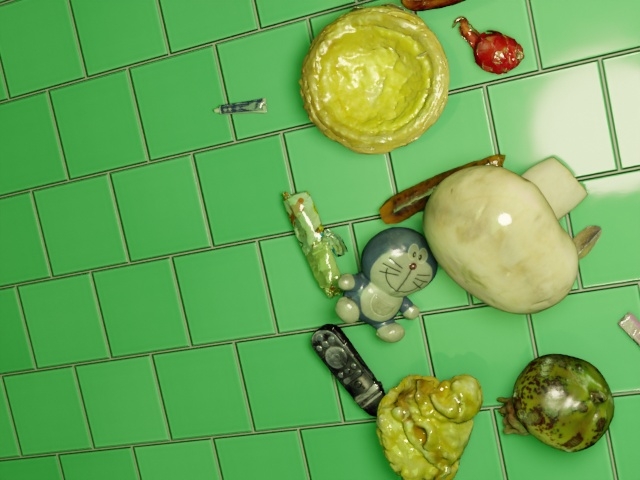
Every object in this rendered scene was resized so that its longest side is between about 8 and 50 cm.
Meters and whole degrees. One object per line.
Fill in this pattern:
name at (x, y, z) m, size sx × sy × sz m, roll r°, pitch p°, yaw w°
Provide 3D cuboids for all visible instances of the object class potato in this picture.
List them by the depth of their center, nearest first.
potato at (0.588, 0.006, 1.791) m, size 0.093 × 0.036 × 0.037 m, roll -48°, pitch 45°, yaw 0°

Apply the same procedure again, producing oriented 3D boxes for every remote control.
remote control at (0.081, 0.318, 1.982) m, size 0.090 × 0.066 × 0.266 m, roll -38°, pitch 90°, yaw 32°

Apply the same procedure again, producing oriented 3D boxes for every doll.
doll at (0.161, 0.092, 1.873) m, size 0.228 × 0.154 × 0.258 m, roll 26°, pitch 116°, yaw -22°

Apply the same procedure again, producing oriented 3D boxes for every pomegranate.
pomegranate at (0.508, 0.378, 1.781) m, size 0.276 × 0.204 × 0.222 m, roll -40°, pitch 101°, yaw 22°

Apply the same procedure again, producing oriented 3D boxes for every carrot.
carrot at (0.281, -0.123, 1.847) m, size 0.314 × 0.066 × 0.066 m, roll -26°, pitch 90°, yaw 18°

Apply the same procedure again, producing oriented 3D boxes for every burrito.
burrito at (0.000, 0.000, 1.959) m, size 0.104 × 0.054 × 0.288 m, roll -22°, pitch 90°, yaw 17°

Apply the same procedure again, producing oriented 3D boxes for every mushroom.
mushroom at (0.399, -0.016, 1.689) m, size 0.353 × 0.325 × 0.353 m, roll 1°, pitch 94°, yaw 23°

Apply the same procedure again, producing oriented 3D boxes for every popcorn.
popcorn at (0.242, 0.427, 1.882) m, size 0.225 × 0.174 × 0.286 m, roll 18°, pitch 109°, yaw 11°

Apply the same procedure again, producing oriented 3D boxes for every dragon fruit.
dragon fruit at (0.364, -0.428, 1.774) m, size 0.190 × 0.094 × 0.094 m, roll 41°, pitch 109°, yaw 30°

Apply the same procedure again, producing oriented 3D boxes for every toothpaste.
toothpaste at (-0.199, -0.327, 1.986) m, size 0.140 × 0.021 × 0.037 m, roll -3°, pitch 96°, yaw 16°

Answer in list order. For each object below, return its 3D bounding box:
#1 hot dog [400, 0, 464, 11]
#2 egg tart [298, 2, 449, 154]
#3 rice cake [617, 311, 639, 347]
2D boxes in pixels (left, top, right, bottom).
hot dog at (0.281, -0.562, 1.713) m, size 0.326 × 0.194 × 0.107 m, roll -9°, pitch 90°, yaw 31°
egg tart at (0.125, -0.362, 1.821) m, size 0.345 × 0.132 × 0.345 m, roll 2°, pitch 99°, yaw 16°
rice cake at (0.743, 0.244, 1.774) m, size 0.047 × 0.036 × 0.206 m, roll -45°, pitch 83°, yaw 14°
